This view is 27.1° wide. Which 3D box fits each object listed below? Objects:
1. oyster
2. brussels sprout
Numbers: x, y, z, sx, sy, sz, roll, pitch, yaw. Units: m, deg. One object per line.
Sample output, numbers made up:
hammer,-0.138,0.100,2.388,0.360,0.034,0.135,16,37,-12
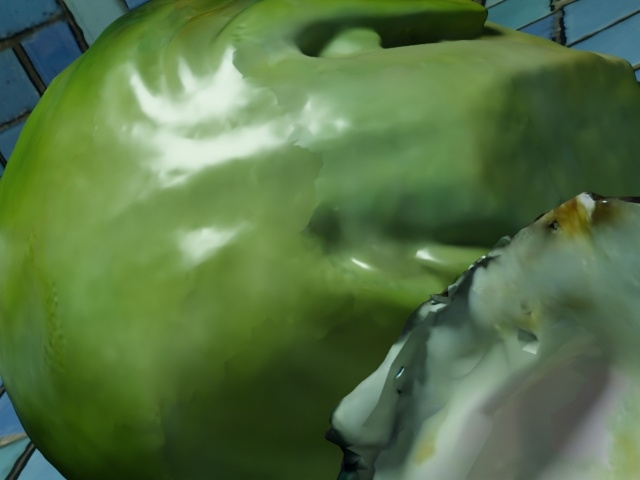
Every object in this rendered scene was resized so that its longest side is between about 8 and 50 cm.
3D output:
oyster,0.076,0.102,0.388,0.092,0.198,0.259,10,-38,-35
brussels sprout,0.000,0.000,0.637,0.344,0.268,0.344,-22,12,5
